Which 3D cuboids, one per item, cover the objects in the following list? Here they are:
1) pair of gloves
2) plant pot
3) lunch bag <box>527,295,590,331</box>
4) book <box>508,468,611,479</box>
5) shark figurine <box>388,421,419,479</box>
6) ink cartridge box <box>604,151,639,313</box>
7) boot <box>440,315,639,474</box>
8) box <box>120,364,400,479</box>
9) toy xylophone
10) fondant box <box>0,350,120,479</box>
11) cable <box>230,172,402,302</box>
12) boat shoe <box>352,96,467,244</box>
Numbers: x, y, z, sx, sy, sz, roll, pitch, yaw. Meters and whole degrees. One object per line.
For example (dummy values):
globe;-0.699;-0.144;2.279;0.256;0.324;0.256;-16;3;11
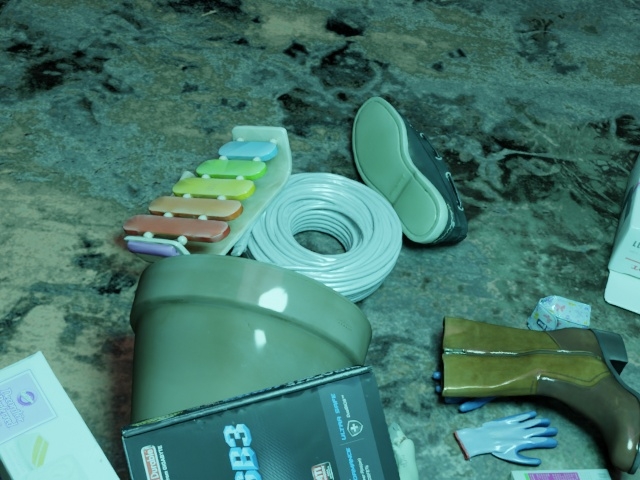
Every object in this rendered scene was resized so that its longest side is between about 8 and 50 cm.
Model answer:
pair of gloves;0.260;0.250;1.510;0.159;0.023;0.198;-7;49;-16
plant pot;-0.114;0.213;1.317;0.323;0.323;0.280;12;63;1
lunch bag;0.374;0.128;1.608;0.083;0.071;0.053;19;51;3
book;0.342;0.363;1.416;0.144;0.035;0.096;2;45;-9
shark figurine;0.059;0.340;1.323;0.116;0.278;0.166;-22;80;19
ink cartridge box;0.624;-0.019;1.751;0.207;0.119;0.353;20;48;8
boot;0.316;0.215;1.474;0.280;0.096;0.264;6;47;-5
box;-0.051;0.316;1.152;0.293;0.073;0.295;-12;88;-14
toy xylophone;-0.188;-0.062;1.609;0.236;0.081;0.322;0;39;30
fondant box;-0.290;0.318;1.142;0.096;0.330;0.238;-23;55;-28
cable;0.000;0.000;1.648;0.257;0.089;0.257;14;46;2
boat shoe;0.162;-0.119;1.772;0.113;0.127;0.340;15;31;-38
